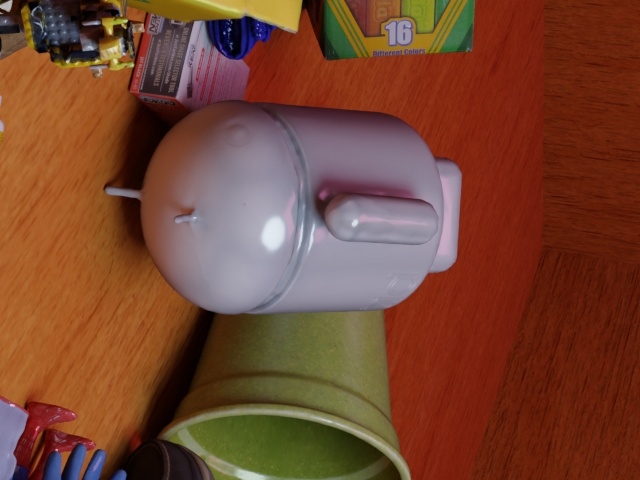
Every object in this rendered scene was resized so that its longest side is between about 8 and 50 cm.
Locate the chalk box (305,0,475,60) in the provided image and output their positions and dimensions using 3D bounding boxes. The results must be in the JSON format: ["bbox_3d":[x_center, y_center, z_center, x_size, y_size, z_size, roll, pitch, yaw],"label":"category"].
[{"bbox_3d":[0.077,-0.374,1.715,0.179,0.180,0.289,-106,-167,-59],"label":"chalk box"}]

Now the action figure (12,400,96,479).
[{"bbox_3d":[-0.230,0.281,1.236,0.091,0.139,0.280,71,35,-54],"label":"action figure"}]

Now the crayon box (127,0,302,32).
[{"bbox_3d":[-0.143,-0.274,1.048,0.318,0.081,0.202,13,86,-38],"label":"crayon box"}]

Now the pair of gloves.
[{"bbox_3d":[-0.232,0.204,1.186,0.198,0.023,0.159,39,37,-23],"label":"pair of gloves"}]

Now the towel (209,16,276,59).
[{"bbox_3d":[-0.054,-0.347,1.476,0.308,0.076,0.228,-78,168,-52],"label":"towel"}]

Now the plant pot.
[{"bbox_3d":[-0.030,0.148,1.652,0.276,0.276,0.254,76,17,-52],"label":"plant pot"}]

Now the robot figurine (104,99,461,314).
[{"bbox_3d":[-0.023,-0.030,1.445,0.353,0.300,0.200,1,90,-38],"label":"robot figurine"}]

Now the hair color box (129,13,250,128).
[{"bbox_3d":[-0.125,-0.158,1.477,0.167,0.053,0.093,46,55,-71],"label":"hair color box"}]

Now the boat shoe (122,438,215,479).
[{"bbox_3d":[-0.177,0.296,1.373,0.132,0.130,0.355,-49,-158,23],"label":"boat shoe"}]

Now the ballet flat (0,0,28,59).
[{"bbox_3d":[-0.164,-0.256,1.182,0.342,0.124,0.116,-63,156,-45],"label":"ballet flat"}]

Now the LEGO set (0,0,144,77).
[{"bbox_3d":[-0.222,-0.189,0.808,0.192,0.254,0.331,-97,-170,-53],"label":"LEGO set"}]

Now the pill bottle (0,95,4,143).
[{"bbox_3d":[-0.258,-0.069,1.109,0.043,0.043,0.083,29,71,-72],"label":"pill bottle"}]
